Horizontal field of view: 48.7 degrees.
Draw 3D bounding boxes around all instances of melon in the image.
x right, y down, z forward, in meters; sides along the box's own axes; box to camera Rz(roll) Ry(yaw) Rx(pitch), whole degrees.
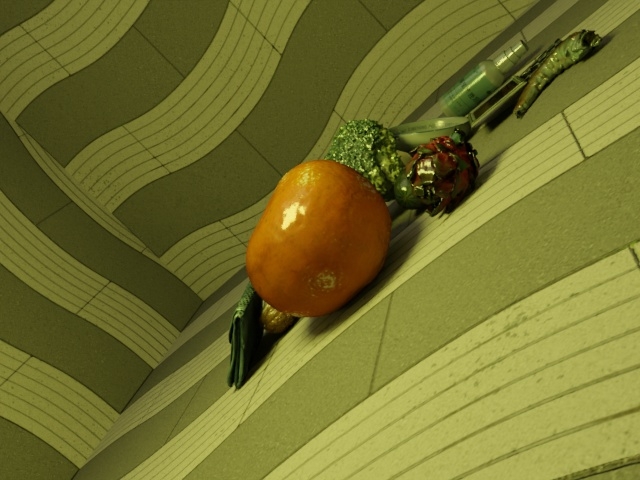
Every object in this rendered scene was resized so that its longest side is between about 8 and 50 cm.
[{"bbox_3d":[0.264,-0.151,1.968,0.114,0.114,0.167,-37,11,41],"label":"melon"}]

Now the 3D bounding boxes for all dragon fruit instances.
[{"bbox_3d":[0.296,-0.168,1.737,0.189,0.182,0.182,-29,1,-26],"label":"dragon fruit"}]

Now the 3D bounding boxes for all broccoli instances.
[{"bbox_3d":[0.152,-0.176,2.117,0.249,0.302,0.375,168,109,-84],"label":"broccoli"}]

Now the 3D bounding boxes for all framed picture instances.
[{"bbox_3d":[0.516,-0.418,2.098,0.197,0.014,0.252,-40,7,18],"label":"framed picture"}]

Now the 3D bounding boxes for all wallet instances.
[{"bbox_3d":[-0.222,0.253,2.102,0.342,0.075,0.237,-69,-14,-70],"label":"wallet"}]

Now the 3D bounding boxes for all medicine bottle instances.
[{"bbox_3d":[0.575,-0.566,2.480,0.352,0.110,0.110,-39,10,33],"label":"medicine bottle"}]

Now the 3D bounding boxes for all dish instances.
[{"bbox_3d":[0.353,-0.308,2.270,0.273,0.133,0.273,-10,16,3],"label":"dish"}]

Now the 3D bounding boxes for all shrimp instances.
[{"bbox_3d":[0.621,-0.460,1.915,0.287,0.068,0.185,-43,6,22],"label":"shrimp"}]

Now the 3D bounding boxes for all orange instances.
[{"bbox_3d":[0.000,0.000,1.811,0.424,0.326,0.424,-62,9,16],"label":"orange"}]

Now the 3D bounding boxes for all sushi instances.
[{"bbox_3d":[0.662,-0.520,2.125,0.201,0.031,0.139,-45,8,24],"label":"sushi"}]

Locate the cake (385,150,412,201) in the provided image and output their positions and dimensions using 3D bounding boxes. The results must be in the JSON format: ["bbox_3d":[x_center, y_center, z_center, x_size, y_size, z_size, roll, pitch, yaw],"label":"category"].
[{"bbox_3d":[0.205,-0.239,2.495,0.158,0.172,0.283,-45,6,-15],"label":"cake"}]

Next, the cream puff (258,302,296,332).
[{"bbox_3d":[-0.122,0.215,2.100,0.126,0.103,0.144,-60,1,13],"label":"cream puff"}]
